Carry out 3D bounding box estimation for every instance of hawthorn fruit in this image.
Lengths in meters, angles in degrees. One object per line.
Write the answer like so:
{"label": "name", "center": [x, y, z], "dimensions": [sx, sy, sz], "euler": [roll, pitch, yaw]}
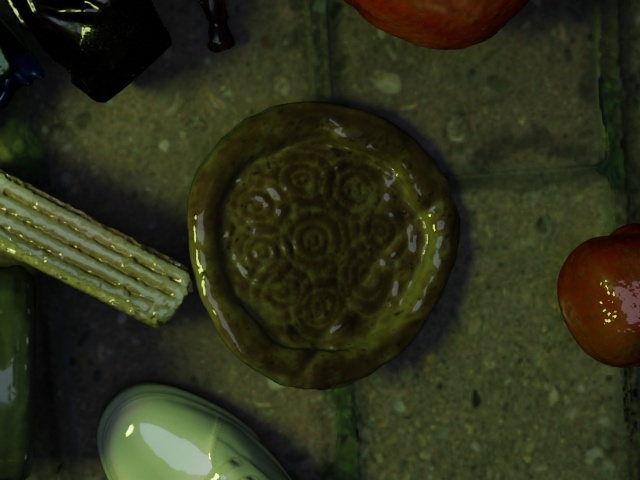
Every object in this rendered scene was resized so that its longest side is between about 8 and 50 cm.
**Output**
{"label": "hawthorn fruit", "center": [0.116, -0.242, 1.626], "dimensions": [0.243, 0.207, 0.207], "euler": [27, 94, -23]}
{"label": "hawthorn fruit", "center": [0.264, 0.045, 1.691], "dimensions": [0.128, 0.128, 0.128], "euler": [0, 95, -3]}

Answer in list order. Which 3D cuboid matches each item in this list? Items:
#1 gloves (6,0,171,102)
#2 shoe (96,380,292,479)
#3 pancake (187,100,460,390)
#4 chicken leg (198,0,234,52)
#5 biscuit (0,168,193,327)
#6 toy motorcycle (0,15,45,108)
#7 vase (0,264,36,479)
{"label": "gloves", "center": [-0.203, -0.221, 1.616], "dimensions": [0.124, 0.164, 0.203], "euler": [-40, 96, -7]}
{"label": "shoe", "center": [-0.044, 0.263, 1.671], "dimensions": [0.363, 0.160, 0.132], "euler": [41, 90, -6]}
{"label": "pancake", "center": [0.000, 0.000, 1.679], "dimensions": [0.250, 0.031, 0.250], "euler": [2, 86, -22]}
{"label": "chicken leg", "center": [-0.082, -0.266, 1.678], "dimensions": [0.093, 0.053, 0.205], "euler": [21, 98, -19]}
{"label": "biscuit", "center": [-0.221, 0.001, 1.662], "dimensions": [0.239, 0.108, 0.061], "euler": [28, 83, -4]}
{"label": "toy motorcycle", "center": [-0.362, -0.230, 1.634], "dimensions": [0.196, 0.125, 0.331], "euler": [-39, 92, 2]}
{"label": "vase", "center": [-0.376, 0.112, 1.611], "dimensions": [0.291, 0.245, 0.245], "euler": [3, 95, -8]}
